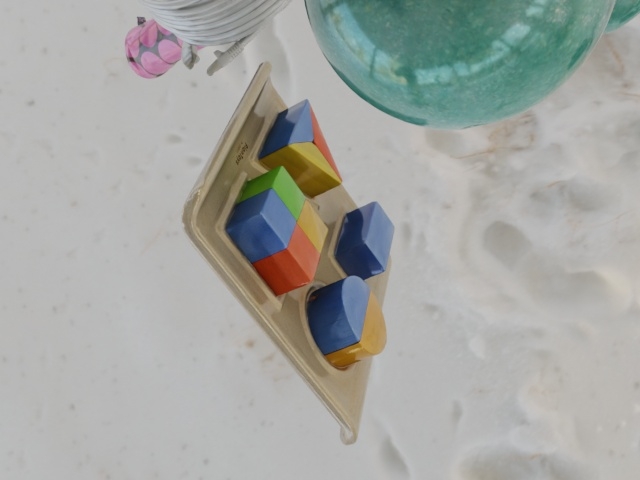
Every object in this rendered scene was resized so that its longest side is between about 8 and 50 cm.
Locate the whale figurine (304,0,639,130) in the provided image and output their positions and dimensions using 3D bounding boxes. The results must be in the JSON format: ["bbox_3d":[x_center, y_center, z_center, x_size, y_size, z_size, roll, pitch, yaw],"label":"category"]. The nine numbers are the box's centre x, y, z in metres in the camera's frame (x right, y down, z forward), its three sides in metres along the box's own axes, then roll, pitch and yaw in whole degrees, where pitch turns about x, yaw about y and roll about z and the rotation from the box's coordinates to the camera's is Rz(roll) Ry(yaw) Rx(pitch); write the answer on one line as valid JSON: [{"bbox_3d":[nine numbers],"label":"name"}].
[{"bbox_3d":[0.111,-0.135,0.549,0.216,0.272,0.141,-9,87,38],"label":"whale figurine"}]

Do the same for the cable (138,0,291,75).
[{"bbox_3d":[-0.101,-0.339,1.009,0.257,0.089,0.257,-38,54,16],"label":"cable"}]

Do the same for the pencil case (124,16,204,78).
[{"bbox_3d":[-0.198,-0.304,1.332,0.209,0.098,0.095,-9,104,51],"label":"pencil case"}]

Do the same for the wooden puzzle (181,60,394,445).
[{"bbox_3d":[0.000,0.000,1.042,0.080,0.322,0.348,-19,119,24],"label":"wooden puzzle"}]
